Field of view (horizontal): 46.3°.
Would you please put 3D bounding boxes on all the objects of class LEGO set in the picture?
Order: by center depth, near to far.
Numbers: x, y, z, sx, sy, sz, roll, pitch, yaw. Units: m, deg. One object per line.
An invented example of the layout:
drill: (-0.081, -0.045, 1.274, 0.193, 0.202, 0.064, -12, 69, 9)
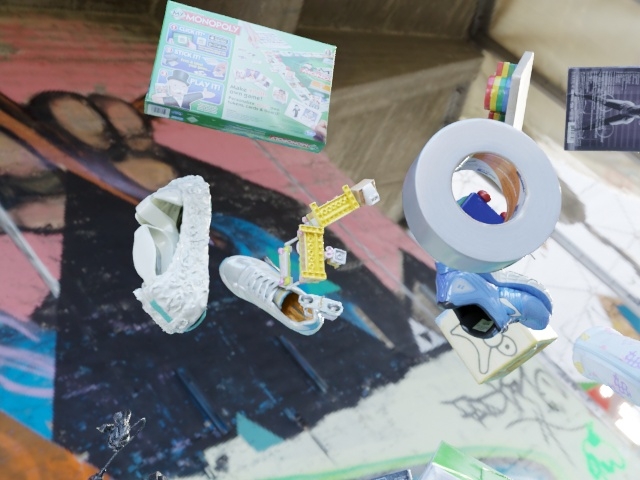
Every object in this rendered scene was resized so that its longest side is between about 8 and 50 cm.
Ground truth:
LEGO set: (0.000, 0.000, 1.336, 0.107, 0.132, 0.287, -30, 35, 55)

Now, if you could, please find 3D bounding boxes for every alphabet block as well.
alphabet block: (0.442, 0.223, 1.880, 0.192, 0.197, 0.193, -44, -24, 26)

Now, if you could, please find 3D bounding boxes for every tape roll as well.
tape roll: (0.233, -0.064, 1.092, 0.219, 0.219, 0.072, -35, -7, -18)

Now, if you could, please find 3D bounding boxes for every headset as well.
headset: (-0.374, 0.518, 1.408, 0.243, 0.185, 0.394, 1, -84, -13)

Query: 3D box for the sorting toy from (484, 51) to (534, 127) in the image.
sorting toy: (0.486, -0.349, 1.982, 0.257, 0.089, 0.255, -51, -32, -55)

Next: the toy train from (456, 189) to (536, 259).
toy train: (0.455, -0.026, 2.013, 0.105, 0.248, 0.143, -50, 11, -8)

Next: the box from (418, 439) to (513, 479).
box: (0.137, 0.381, 0.903, 0.231, 0.127, 0.262, -62, -15, -3)

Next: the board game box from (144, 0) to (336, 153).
board game box: (-0.136, -0.291, 1.339, 0.317, 0.213, 0.046, 12, -24, -13)

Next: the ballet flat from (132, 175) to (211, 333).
ballet flat: (-0.273, -0.011, 1.361, 0.147, 0.409, 0.147, -6, -50, -7)

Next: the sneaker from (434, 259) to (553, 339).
sneaker: (0.333, 0.130, 1.472, 0.330, 0.130, 0.147, 23, -108, -34)

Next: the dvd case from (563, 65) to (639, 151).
dvd case: (0.590, -0.253, 1.445, 0.018, 0.221, 0.164, -48, -43, -62)

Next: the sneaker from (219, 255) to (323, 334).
sneaker: (-0.093, 0.096, 1.433, 0.087, 0.229, 0.092, -58, -7, -11)

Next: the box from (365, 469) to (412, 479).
box: (0.157, 0.570, 1.303, 0.087, 0.290, 0.169, -15, -35, 2)

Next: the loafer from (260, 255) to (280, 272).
loafer: (-0.174, 0.118, 2.320, 0.078, 0.080, 0.220, -41, -14, -18)

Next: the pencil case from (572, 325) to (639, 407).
pencil case: (0.576, 0.242, 1.367, 0.124, 0.273, 0.113, 5, -82, -12)
